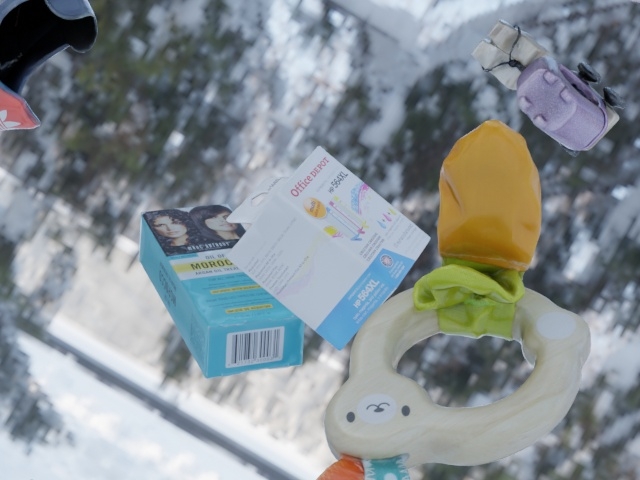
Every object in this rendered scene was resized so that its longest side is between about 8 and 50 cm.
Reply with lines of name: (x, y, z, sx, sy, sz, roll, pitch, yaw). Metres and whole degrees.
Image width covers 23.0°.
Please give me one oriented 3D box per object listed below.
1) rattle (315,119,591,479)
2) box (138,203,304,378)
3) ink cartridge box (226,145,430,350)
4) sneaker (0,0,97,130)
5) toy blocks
rattle: (0.052, 0.058, 0.799, 0.130, 0.200, 0.143, 41, -33, 23)
box: (-0.102, 0.045, 1.576, 0.100, 0.060, 0.244, -7, 30, -21)
ink cartridge box: (0.000, 0.000, 1.315, 0.143, 0.092, 0.090, 40, -53, -1)
sneaker: (-0.261, -0.255, 1.450, 0.148, 0.350, 0.131, 13, -13, 14)
toy blocks: (0.171, -0.266, 1.196, 0.288, 0.309, 0.260, 48, 21, 19)
